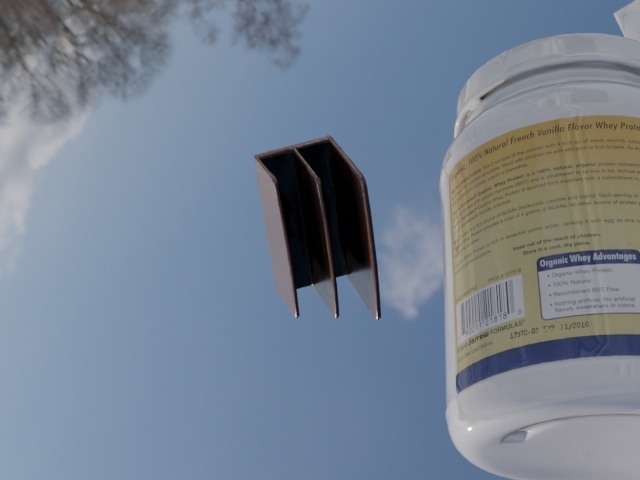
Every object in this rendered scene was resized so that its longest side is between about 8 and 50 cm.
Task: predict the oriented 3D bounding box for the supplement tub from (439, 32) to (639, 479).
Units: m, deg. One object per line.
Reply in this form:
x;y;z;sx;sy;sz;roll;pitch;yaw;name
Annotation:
0.210;0.017;0.804;0.228;0.228;0.316;-20;-125;36;supplement tub

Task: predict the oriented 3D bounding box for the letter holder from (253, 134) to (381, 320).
0.000;0.000;1.808;0.152;0.302;0.214;-16;-148;-13;letter holder

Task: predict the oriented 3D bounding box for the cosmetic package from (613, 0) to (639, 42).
0.819;-0.454;2.110;0.385;0.217;0.156;-26;179;-37;cosmetic package
